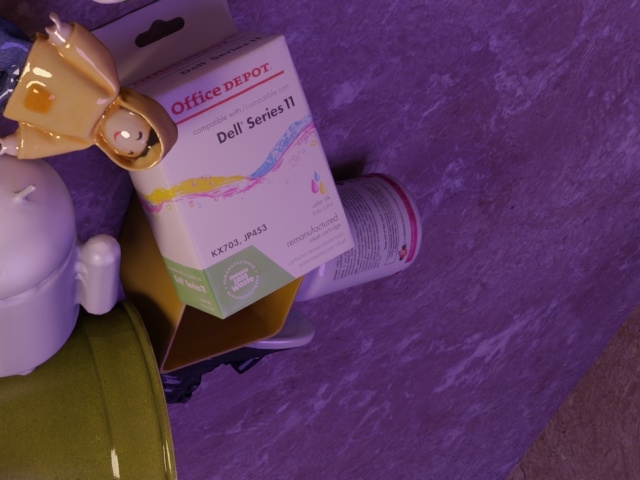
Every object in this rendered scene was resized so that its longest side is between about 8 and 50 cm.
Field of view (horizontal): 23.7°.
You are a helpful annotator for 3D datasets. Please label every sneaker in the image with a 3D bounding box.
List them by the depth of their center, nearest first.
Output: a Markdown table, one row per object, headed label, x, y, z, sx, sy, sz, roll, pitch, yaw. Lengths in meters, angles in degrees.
| label | x | y | z | sx | sy | sz | roll | pitch | yaw |
| --- | --- | --- | --- | --- | --- | --- | --- | --- | --- |
| sneaker | -0.161 | 0.162 | 2.226 | 0.296 | 0.104 | 0.146 | 0 | 128 | -11 |

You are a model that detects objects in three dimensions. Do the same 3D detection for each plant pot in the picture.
| label | x | y | z | sx | sy | sz | roll | pitch | yaw |
| --- | --- | --- | --- | --- | --- | --- | --- | --- | --- |
| plant pot | -0.395 | 0.281 | 1.959 | 0.353 | 0.366 | 0.366 | -8 | 141 | -18 |
| plant pot | -0.158 | 0.019 | 2.048 | 0.212 | 0.187 | 0.212 | -17 | 143 | -39 |

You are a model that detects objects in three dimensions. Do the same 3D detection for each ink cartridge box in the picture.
| label | x | y | z | sx | sy | sz | roll | pitch | yaw |
| --- | --- | --- | --- | --- | --- | --- | --- | --- | --- |
| ink cartridge box | -0.118 | -0.113 | 1.798 | 0.207 | 0.119 | 0.353 | -29 | 113 | -23 |

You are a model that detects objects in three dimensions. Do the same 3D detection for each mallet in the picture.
| label | x | y | z | sx | sy | sz | roll | pitch | yaw |
| --- | --- | --- | --- | --- | --- | --- | --- | --- | --- |
| mallet | -0.137 | 0.154 | 2.426 | 0.062 | 0.039 | 0.189 | -42 | 150 | -8 |

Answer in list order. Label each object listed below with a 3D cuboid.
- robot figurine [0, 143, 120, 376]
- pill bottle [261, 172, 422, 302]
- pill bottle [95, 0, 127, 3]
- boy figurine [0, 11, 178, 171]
| label | x | y | z | sx | sy | sz | roll | pitch | yaw |
| --- | --- | --- | --- | --- | --- | --- | --- | --- | --- |
| robot figurine | -0.379 | 0.022 | 1.744 | 0.300 | 0.199 | 0.353 | 5 | 146 | -5 |
| pill bottle | 0.000 | 0.000 | 2.249 | 0.283 | 0.160 | 0.160 | -15 | 142 | -41 |
| pill bottle | -0.142 | -0.335 | 1.626 | 0.246 | 0.136 | 0.136 | -17 | 143 | -38 |
| boy figurine | -0.287 | -0.150 | 1.611 | 0.285 | 0.092 | 0.177 | 27 | 115 | -21 |
